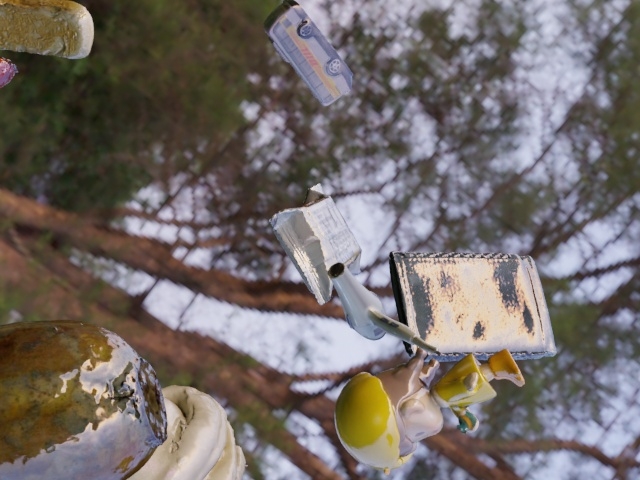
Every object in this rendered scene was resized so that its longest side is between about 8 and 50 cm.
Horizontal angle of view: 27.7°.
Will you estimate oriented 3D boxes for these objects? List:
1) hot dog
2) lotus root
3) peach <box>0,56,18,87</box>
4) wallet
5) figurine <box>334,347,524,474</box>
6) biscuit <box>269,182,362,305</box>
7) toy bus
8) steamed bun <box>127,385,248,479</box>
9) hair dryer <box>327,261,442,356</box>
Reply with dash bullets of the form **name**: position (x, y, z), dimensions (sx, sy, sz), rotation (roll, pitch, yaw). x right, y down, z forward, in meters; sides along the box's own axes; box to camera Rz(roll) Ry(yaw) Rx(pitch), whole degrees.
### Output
- **hot dog**: position (-0.452, -0.340, 2.028), dimensions (0.073, 0.242, 0.084), rotation (-50, 142, -55)
- **lotus root**: position (-0.365, 0.222, 1.576), dimensions (0.346, 0.251, 0.250), rotation (-11, -161, 0)
- **peach**: position (-0.591, -0.297, 2.312), dimensions (0.098, 0.098, 0.061), rotation (-17, -130, 67)
- **wallet**: position (0.305, 0.138, 2.647), dimensions (0.075, 0.342, 0.237), rotation (129, -44, -53)
- **figurine**: position (0.192, 0.290, 2.332), dimensions (0.343, 0.187, 0.215), rotation (-22, 153, 2)
- **biscuit**: position (0.002, 0.004, 2.292), dimensions (0.079, 0.186, 0.309), rotation (-27, -177, 13)
- **toy bus**: position (-0.020, -0.291, 2.020), dimensions (0.072, 0.172, 0.057), rotation (-39, -152, 2)
- **steamed bun**: position (-0.236, 0.392, 1.840), dimensions (0.339, 0.247, 0.352), rotation (-6, 134, -57)
- **hair dryer**: position (0.088, 0.109, 2.010), dimensions (0.067, 0.167, 0.199), rotation (-48, -151, -14)
